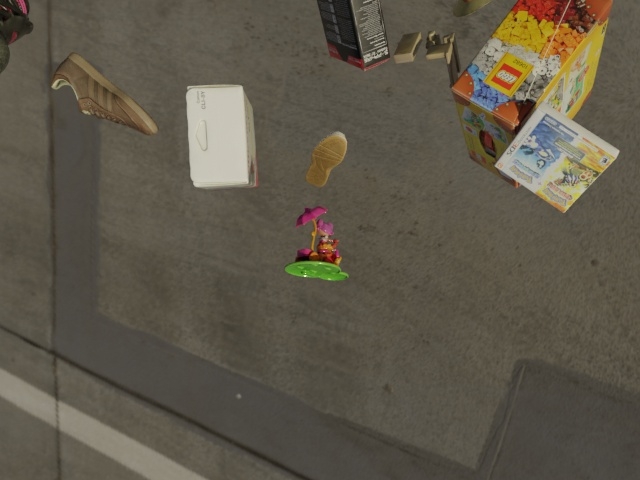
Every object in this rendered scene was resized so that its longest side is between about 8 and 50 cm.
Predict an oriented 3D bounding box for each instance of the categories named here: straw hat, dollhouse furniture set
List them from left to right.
[{"bbox_3d":[0.292,-0.474,1.535,0.151,0.144,0.123,1,136,27],"label":"dollhouse furniture set"},{"bbox_3d":[0.363,-0.606,1.359,0.144,0.144,0.061,-28,126,32],"label":"straw hat"}]

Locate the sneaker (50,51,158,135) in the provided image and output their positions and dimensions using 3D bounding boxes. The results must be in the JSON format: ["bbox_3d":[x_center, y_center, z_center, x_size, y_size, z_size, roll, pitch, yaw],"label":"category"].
[{"bbox_3d":[-0.354,-0.223,0.939,0.188,0.066,0.071,40,86,1],"label":"sneaker"}]

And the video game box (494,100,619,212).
[{"bbox_3d":[0.541,-0.191,1.330,0.205,0.048,0.187,36,139,10],"label":"video game box"}]

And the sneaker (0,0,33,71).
[{"bbox_3d":[-0.617,-0.403,0.999,0.483,0.202,0.185,41,160,44],"label":"sneaker"}]

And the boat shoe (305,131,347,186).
[{"bbox_3d":[0.020,-0.292,1.923,0.098,0.096,0.277,25,149,-9],"label":"boat shoe"}]

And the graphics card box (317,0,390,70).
[{"bbox_3d":[0.063,-0.655,1.493,0.233,0.094,0.371,49,161,55],"label":"graphics card box"}]

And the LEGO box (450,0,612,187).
[{"bbox_3d":[0.572,-0.408,1.568,0.193,0.500,0.372,38,92,23],"label":"LEGO box"}]

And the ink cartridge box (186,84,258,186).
[{"bbox_3d":[-0.288,-0.297,1.741,0.160,0.384,0.279,-3,94,-2],"label":"ink cartridge box"}]

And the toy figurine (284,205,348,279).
[{"bbox_3d":[0.000,0.000,1.347,0.130,0.173,0.159,-14,66,42],"label":"toy figurine"}]
